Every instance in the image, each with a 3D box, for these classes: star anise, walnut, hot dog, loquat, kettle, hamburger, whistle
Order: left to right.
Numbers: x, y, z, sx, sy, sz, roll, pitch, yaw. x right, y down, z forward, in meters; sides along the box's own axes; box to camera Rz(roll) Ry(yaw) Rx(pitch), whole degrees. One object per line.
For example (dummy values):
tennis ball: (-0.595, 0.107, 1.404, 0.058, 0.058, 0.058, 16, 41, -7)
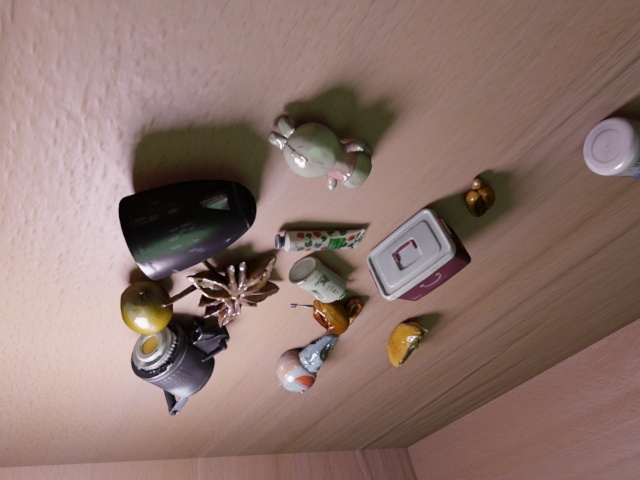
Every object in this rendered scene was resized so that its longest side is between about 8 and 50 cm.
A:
loquat: (-0.515, 0.205, 1.248, 0.152, 0.152, 0.195, -7, 143, -10)
kettle: (-0.296, -0.044, 1.028, 0.290, 0.207, 0.268, -21, 170, -7)
star anise: (-0.281, 0.147, 1.282, 0.349, 0.109, 0.292, -33, 133, -4)
whistle: (-0.053, 0.518, 1.754, 0.348, 0.189, 0.189, -43, 134, 14)
walnut: (0.036, 0.269, 1.526, 0.116, 0.116, 0.207, -26, 129, 12)
hot dog: (0.114, 0.277, 1.612, 0.071, 0.045, 0.165, 5, 136, -20)
hamburger: (0.362, 0.441, 1.815, 0.124, 0.131, 0.262, -28, 149, -44)
hot dog: (0.476, -0.129, 1.254, 0.090, 0.060, 0.140, -33, 144, 14)

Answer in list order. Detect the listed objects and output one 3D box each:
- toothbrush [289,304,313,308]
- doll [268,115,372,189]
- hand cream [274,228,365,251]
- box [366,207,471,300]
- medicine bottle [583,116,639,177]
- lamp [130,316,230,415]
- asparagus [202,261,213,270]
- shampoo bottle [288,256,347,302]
toothbrush: (-0.039, 0.251, 1.558, 0.167, 0.014, 0.011, 8, 152, -26)
doll: (0.017, -0.198, 0.982, 0.275, 0.113, 0.155, 14, 135, -32)
hand cream: (0.000, 0.000, 1.254, 0.276, 0.059, 0.095, -2, 141, -22)
box: (0.314, 0.059, 1.324, 0.167, 0.193, 0.294, 18, 130, -44)
medicine bottle: (0.904, -0.253, 1.165, 0.289, 0.157, 0.157, 1, 137, -18)
lamp: (-0.518, 0.414, 1.442, 0.374, 0.205, 0.272, -48, 137, 10)
asparagus: (-0.353, 0.061, 1.241, 0.016, 0.013, 0.166, -54, 144, -19)
shampoo bottle: (0.008, 0.144, 1.393, 0.118, 0.087, 0.234, -34, 137, 17)
